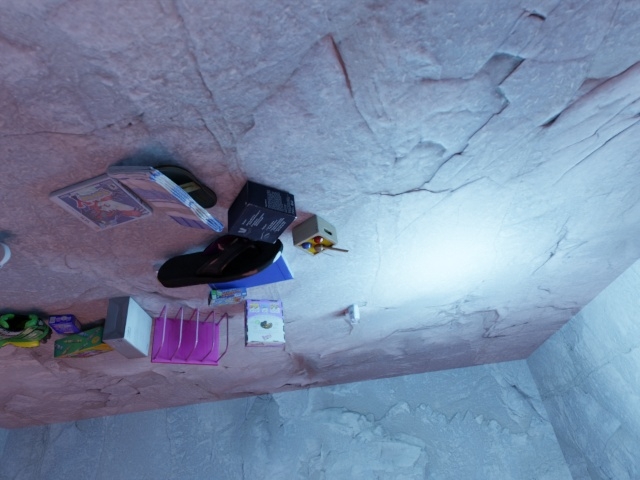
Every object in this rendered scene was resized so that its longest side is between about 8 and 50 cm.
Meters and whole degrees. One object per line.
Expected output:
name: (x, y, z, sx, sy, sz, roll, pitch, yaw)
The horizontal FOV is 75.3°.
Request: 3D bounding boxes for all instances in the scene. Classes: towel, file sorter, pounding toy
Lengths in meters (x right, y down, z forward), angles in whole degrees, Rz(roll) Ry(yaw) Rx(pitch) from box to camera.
towel: (-0.419, -0.108, 1.133, 0.209, 0.034, 0.285, 9, 156, 33)
file sorter: (-0.563, 0.413, 1.819, 0.290, 0.202, 0.182, 12, 140, -27)
pounding toy: (0.000, 0.000, 1.406, 0.130, 0.100, 0.141, -28, 142, 28)

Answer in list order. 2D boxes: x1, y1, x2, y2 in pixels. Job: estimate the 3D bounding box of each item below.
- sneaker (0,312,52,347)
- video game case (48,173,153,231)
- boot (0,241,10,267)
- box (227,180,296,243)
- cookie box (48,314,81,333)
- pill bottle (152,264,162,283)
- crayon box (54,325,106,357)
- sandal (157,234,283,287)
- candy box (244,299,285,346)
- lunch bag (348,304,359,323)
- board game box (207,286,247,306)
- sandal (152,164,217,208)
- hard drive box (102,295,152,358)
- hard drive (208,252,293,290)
sneaker: (-1.279, 0.346, 1.661, 0.343, 0.134, 0.146, -5, 131, -8)
video game case: (-0.623, -0.103, 1.191, 0.201, 0.023, 0.183, -16, 146, 11)
boot: (-1.042, 0.061, 1.294, 0.258, 0.095, 0.123, -9, 171, 10)
box: (-0.179, -0.081, 1.254, 0.158, 0.093, 0.156, 13, 141, -31)
cookie box: (-1.087, 0.358, 1.769, 0.091, 0.040, 0.107, -2, 146, -11)
pill bottle: (-0.584, 0.121, 1.517, 0.043, 0.043, 0.083, -5, 146, -4)
crayon box: (-1.025, 0.463, 1.873, 0.278, 0.081, 0.165, -18, 159, 16)
sandal: (-0.346, 0.060, 1.383, 0.445, 0.167, 0.107, -13, 129, 7)
candy box: (-0.247, 0.362, 1.812, 0.164, 0.196, 0.070, 6, 144, -19)
lunch bag: (0.163, 0.355, 2.002, 0.053, 0.071, 0.083, -4, 149, 1)
board game box: (-0.376, 0.228, 1.664, 0.136, 0.035, 0.201, -5, 164, -19)
sandal: (-0.378, -0.138, 1.156, 0.090, 0.060, 0.219, -23, 144, 21)
hard drive box: (-0.791, 0.365, 1.718, 0.089, 0.181, 0.232, -7, 146, -1)
hard drive: (-0.281, 0.118, 1.578, 0.318, 0.040, 0.210, -11, 147, 5)
